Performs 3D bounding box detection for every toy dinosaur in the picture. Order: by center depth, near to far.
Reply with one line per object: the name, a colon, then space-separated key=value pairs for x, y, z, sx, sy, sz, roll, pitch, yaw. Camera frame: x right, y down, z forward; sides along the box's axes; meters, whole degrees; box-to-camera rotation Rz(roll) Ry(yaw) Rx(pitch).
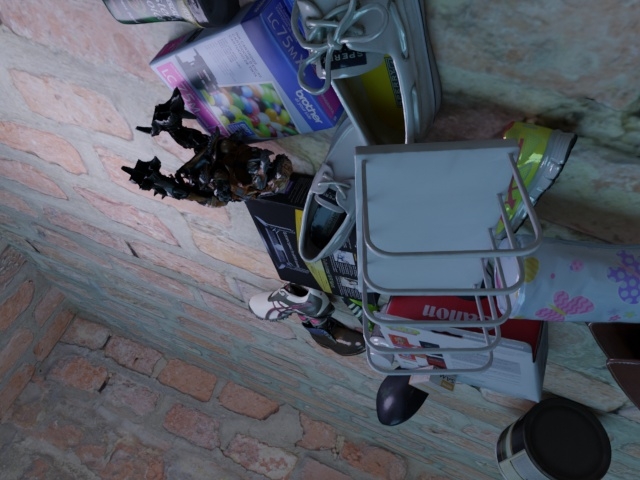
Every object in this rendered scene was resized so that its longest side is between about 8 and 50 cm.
toy dinosaur: x=-0.198 y=-0.108 z=0.807 sx=0.321 sy=0.165 sz=0.218 roll=-25 pitch=145 yaw=32

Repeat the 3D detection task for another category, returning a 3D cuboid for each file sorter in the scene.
file sorter: x=0.144 y=0.038 z=0.617 sx=0.192 sy=0.173 sz=0.278 roll=-2 pitch=138 yaw=5

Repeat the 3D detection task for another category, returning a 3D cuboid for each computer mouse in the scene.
computer mouse: x=0.219 y=0.330 z=1.172 sx=0.188 sy=0.272 sz=0.072 roll=-16 pitch=110 yaw=53

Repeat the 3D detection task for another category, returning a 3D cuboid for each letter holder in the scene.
letter holder: x=0.559 y=0.211 z=0.799 sx=0.301 sy=0.152 sz=0.214 roll=41 pitch=150 yaw=-25

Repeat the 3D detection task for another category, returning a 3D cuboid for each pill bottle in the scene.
pill bottle: x=0.164 y=0.230 z=1.162 sx=0.078 sy=0.137 sz=0.078 roll=20 pitch=151 yaw=12

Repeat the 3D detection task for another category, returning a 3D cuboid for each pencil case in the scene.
pencil case: x=0.379 y=0.051 z=0.646 sx=0.272 sy=0.114 sz=0.124 roll=0 pitch=129 yaw=4

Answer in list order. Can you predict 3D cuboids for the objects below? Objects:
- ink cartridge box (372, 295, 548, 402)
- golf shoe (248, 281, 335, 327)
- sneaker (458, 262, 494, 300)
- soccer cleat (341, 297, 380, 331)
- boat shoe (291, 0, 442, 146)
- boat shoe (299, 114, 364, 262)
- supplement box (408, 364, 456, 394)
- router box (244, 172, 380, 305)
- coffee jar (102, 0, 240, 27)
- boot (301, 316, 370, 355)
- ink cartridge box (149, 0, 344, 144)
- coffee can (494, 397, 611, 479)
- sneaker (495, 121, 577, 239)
ink cartridge box: x=0.296 y=0.190 z=0.995 sx=0.309 sy=0.130 sz=0.272 roll=7 pitch=147 yaw=30
golf shoe: x=-0.091 y=0.156 z=1.317 sx=0.272 sy=0.105 sz=0.120 roll=-1 pitch=126 yaw=30
sneaker: x=0.190 y=0.041 z=0.854 sx=0.321 sy=0.128 sz=0.126 roll=40 pitch=147 yaw=-25
soccer cleat: x=0.097 y=0.160 z=1.197 sx=0.072 sy=0.060 sz=0.179 roll=12 pitch=143 yaw=42
boat shoe: x=0.032 y=-0.223 z=0.521 sx=0.135 sy=0.157 sz=0.367 roll=7 pitch=146 yaw=31
boat shoe: x=0.026 y=-0.077 z=0.742 sx=0.096 sy=0.088 sz=0.268 roll=34 pitch=127 yaw=10
supplement box: x=0.246 y=0.309 z=1.057 sx=0.062 sy=0.036 sz=0.098 roll=27 pitch=154 yaw=-7
router box: x=0.000 y=0.000 z=0.983 sx=0.242 sy=0.081 sz=0.309 roll=14 pitch=148 yaw=21
coffee jar: x=-0.197 y=-0.329 z=0.618 sx=0.184 sy=0.079 sz=0.096 roll=13 pitch=148 yaw=23
boot: x=0.039 y=0.275 z=1.396 sx=0.219 sy=0.082 sz=0.106 roll=-4 pitch=141 yaw=46
ink cartridge box: x=-0.095 y=-0.236 z=0.707 sx=0.310 sy=0.065 sz=0.186 roll=-2 pitch=140 yaw=39
coffee can: x=0.595 y=0.552 z=1.261 sx=0.201 sy=0.202 sz=0.275 roll=19 pitch=150 yaw=14
sneaker: x=0.258 y=-0.083 z=0.656 sx=0.094 sy=0.081 sz=0.209 roll=28 pitch=146 yaw=14
